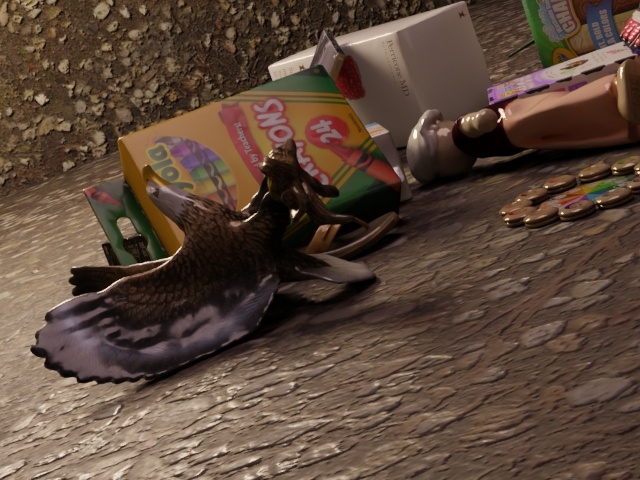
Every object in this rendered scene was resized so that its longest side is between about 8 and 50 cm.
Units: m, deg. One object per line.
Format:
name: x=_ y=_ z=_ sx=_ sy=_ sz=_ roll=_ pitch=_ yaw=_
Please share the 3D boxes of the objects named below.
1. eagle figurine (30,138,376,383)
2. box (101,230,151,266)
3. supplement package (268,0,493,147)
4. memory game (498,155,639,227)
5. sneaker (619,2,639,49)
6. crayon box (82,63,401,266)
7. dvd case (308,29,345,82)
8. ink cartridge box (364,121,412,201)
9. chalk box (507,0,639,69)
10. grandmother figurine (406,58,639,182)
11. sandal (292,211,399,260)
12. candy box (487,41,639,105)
eagle figurine: x=-0.121 y=0.025 z=1.457 sx=0.298 sy=0.225 sz=0.226 roll=-47 pitch=-38 yaw=11
box: x=-0.214 y=0.034 z=1.717 sx=0.067 sy=0.083 sz=0.018 roll=-13 pitch=13 yaw=33
supplement package: x=0.096 y=-0.241 z=2.279 sx=0.293 sy=0.178 sz=0.175 roll=-9 pitch=15 yaw=47
memory game: x=0.268 y=-0.051 z=1.483 sx=0.186 sy=0.012 sz=0.186 roll=-19 pitch=11 yaw=4
sneaker: x=0.433 y=-0.234 z=1.628 sx=0.120 sy=0.112 sz=0.299 roll=15 pitch=19 yaw=-24
crayon box: x=-0.093 y=-0.061 z=1.678 sx=0.318 sy=0.202 sz=0.081 roll=-23 pitch=-31 yaw=-17
dvd case: x=-0.020 y=-0.191 z=2.161 sx=0.018 sy=0.221 sz=0.164 roll=17 pitch=17 yaw=-13
ink cartridge box: x=0.053 y=-0.087 z=1.829 sx=0.092 sy=0.090 sz=0.143 roll=-20 pitch=10 yaw=-2
chalk box: x=0.418 y=-0.340 z=2.202 sx=0.289 sy=0.179 sz=0.180 roll=-13 pitch=12 yaw=29
grandmother figurine: x=0.239 y=-0.134 z=1.748 sx=0.342 sy=0.104 sz=0.207 roll=-14 pitch=-15 yaw=42
sandal: x=0.000 y=0.000 z=1.601 sx=0.180 sy=0.049 sz=0.072 roll=-19 pitch=11 yaw=2
candy box: x=0.322 y=-0.190 z=1.918 sx=0.196 sy=0.070 sz=0.165 roll=-18 pitch=11 yaw=10
